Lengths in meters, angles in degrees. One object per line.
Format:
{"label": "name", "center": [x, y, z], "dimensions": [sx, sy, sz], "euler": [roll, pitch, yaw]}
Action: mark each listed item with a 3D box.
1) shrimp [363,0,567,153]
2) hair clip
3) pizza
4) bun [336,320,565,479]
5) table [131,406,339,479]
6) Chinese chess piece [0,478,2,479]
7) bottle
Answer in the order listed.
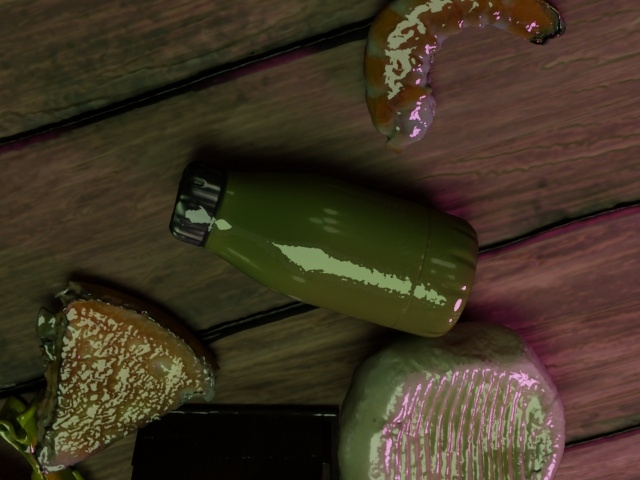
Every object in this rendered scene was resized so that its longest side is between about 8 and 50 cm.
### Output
{"label": "shrimp", "center": [0.118, -0.147, 1.463], "dimensions": [0.166, 0.049, 0.161], "euler": [-4, 123, -5]}
{"label": "hair clip", "center": [-0.261, 0.229, 1.715], "dimensions": [0.046, 0.072, 0.173], "euler": [-11, 120, 22]}
{"label": "pizza", "center": [-0.206, 0.138, 1.649], "dimensions": [0.185, 0.052, 0.195], "euler": [34, 102, -18]}
{"label": "bun", "center": [0.113, 0.175, 1.626], "dimensions": [0.231, 0.133, 0.231], "euler": [-5, 107, -16]}
{"label": "table", "center": [-0.082, 0.337, 1.653], "dimensions": [0.196, 0.282, 0.250], "euler": [2, 124, 1]}
{"label": "Chinese chess piece", "center": [-0.368, 0.338, 1.717], "dimensions": [0.251, 0.097, 0.250], "euler": [8, 107, 26]}
{"label": "bottle", "center": [0.000, 0.000, 1.522], "dimensions": [0.260, 0.112, 0.112], "euler": [17, 123, -9]}
